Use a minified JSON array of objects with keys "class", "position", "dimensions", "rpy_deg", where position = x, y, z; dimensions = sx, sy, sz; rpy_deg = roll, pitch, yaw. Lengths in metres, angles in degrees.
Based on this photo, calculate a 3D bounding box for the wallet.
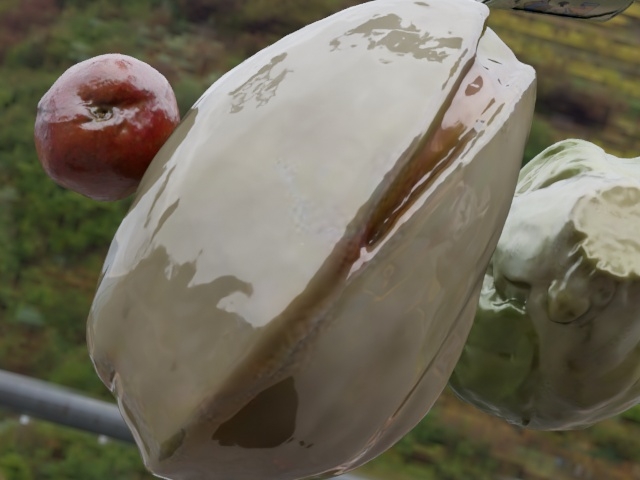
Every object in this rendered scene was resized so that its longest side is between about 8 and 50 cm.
[{"class":"wallet","position":[0.264,-0.276,1.962],"dimensions":[0.155,0.039,0.110],"rpy_deg":[5,-7,-15]}]

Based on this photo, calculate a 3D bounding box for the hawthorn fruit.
[{"class":"hawthorn fruit","position":[-0.169,-0.092,1.389],"dimensions":[0.128,0.128,0.128],"rpy_deg":[15,3,-1]}]

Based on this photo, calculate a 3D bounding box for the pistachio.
[{"class":"pistachio","position":[0.000,0.000,1.336],"dimensions":[0.281,0.445,0.365],"rpy_deg":[41,-25,-8]}]

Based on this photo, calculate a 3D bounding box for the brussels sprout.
[{"class":"brussels sprout","position":[0.245,0.035,1.613],"dimensions":[0.274,0.316,0.242],"rpy_deg":[-29,75,-43]}]
